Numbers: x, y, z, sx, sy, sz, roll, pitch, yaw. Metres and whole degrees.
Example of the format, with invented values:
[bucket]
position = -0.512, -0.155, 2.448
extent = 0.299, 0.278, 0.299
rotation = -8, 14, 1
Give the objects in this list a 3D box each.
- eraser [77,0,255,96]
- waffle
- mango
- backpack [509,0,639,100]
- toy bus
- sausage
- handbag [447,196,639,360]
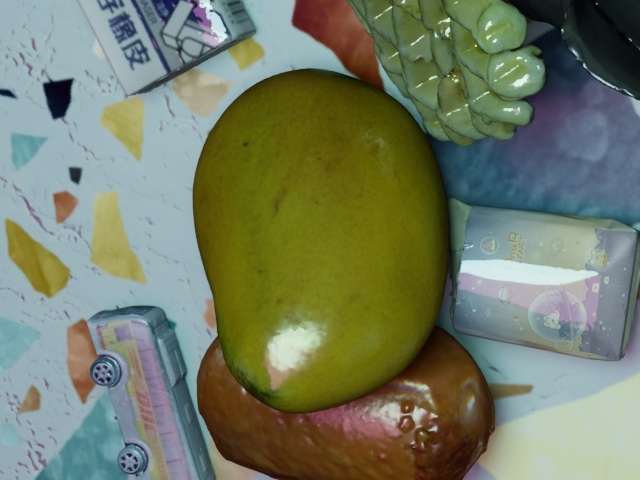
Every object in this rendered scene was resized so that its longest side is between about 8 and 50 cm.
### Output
[eraser]
position = -0.159, -0.246, 1.663
extent = 0.124, 0.068, 0.210
rotation = -26, 92, 26
[waffle]
position = 0.070, -0.213, 1.489
extent = 0.056, 0.292, 0.309
rotation = -29, 94, -15
[mango]
position = 0.000, 0.000, 1.550
extent = 0.211, 0.317, 0.173
rotation = 1, 145, -3
[backpack]
position = 0.236, -0.271, 1.378
extent = 0.255, 0.363, 0.446
rotation = -33, 100, -6
[toy bus]
position = -0.157, 0.153, 1.757
extent = 0.075, 0.064, 0.190
rotation = -13, 97, 17
[sausage]
position = 0.017, 0.138, 1.638
extent = 0.268, 0.153, 0.141
rotation = 10, 123, 21
[handbag]
position = 0.179, 0.031, 1.592
extent = 0.173, 0.095, 0.117
rotation = 10, 91, 12
